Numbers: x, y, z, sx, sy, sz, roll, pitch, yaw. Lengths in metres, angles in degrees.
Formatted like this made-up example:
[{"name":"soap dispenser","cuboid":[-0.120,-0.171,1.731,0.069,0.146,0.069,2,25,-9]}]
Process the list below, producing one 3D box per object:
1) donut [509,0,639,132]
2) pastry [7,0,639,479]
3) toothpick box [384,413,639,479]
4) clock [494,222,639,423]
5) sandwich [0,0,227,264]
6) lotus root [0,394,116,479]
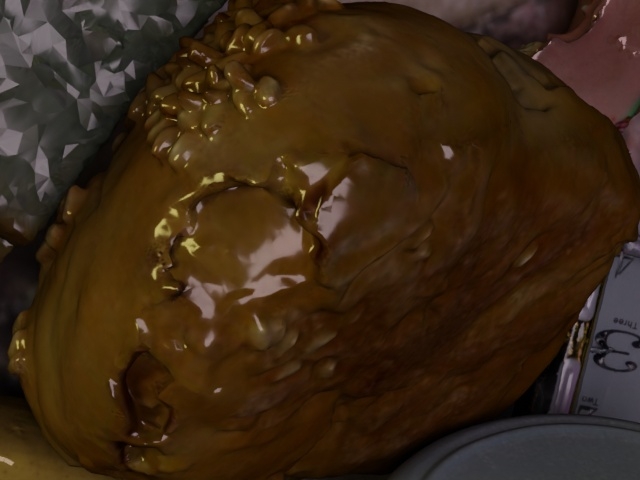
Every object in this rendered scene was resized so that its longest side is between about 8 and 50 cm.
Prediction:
[{"name":"donut","cuboid":[0.138,-0.114,0.960,0.117,0.065,0.166,34,85,-20]},{"name":"pastry","cuboid":[0.000,0.000,0.819,0.255,0.162,0.311,-46,155,21]},{"name":"toothpick box","cuboid":[0.120,0.292,0.872,0.263,0.263,0.354,-5,125,-21]},{"name":"clock","cuboid":[0.208,0.082,1.003,0.253,0.083,0.186,13,92,-22]},{"name":"sandwich","cuboid":[-0.143,-0.187,0.804,0.262,0.131,0.325,38,81,-20]},{"name":"lotus root","cuboid":[-0.125,0.154,0.855,0.303,0.131,0.146,19,67,-23]}]
